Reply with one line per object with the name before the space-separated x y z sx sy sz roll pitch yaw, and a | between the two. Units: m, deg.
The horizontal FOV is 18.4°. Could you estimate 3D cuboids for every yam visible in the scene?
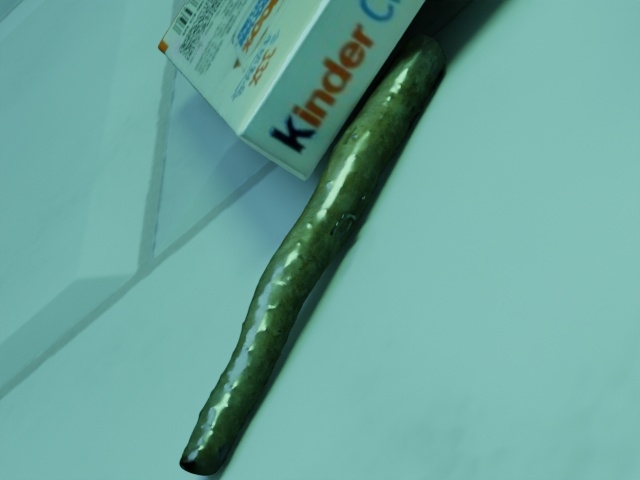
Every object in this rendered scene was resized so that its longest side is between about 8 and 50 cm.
yam | -0.001 0.001 0.835 0.029 0.027 0.234 8 56 33

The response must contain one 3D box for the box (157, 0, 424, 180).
box | 0.024 -0.178 0.981 0.273 0.048 0.265 -56 18 6
